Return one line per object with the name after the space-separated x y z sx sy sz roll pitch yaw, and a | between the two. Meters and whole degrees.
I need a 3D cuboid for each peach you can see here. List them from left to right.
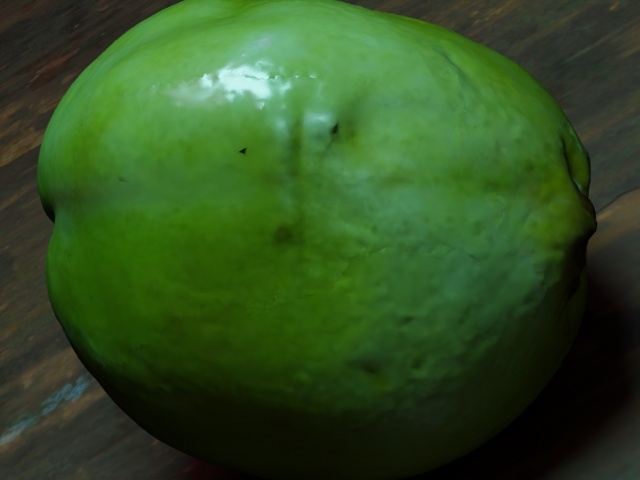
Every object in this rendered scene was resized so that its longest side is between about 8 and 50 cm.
-0.005 0.000 0.876 0.315 0.282 0.314 2 1 7 | peach
